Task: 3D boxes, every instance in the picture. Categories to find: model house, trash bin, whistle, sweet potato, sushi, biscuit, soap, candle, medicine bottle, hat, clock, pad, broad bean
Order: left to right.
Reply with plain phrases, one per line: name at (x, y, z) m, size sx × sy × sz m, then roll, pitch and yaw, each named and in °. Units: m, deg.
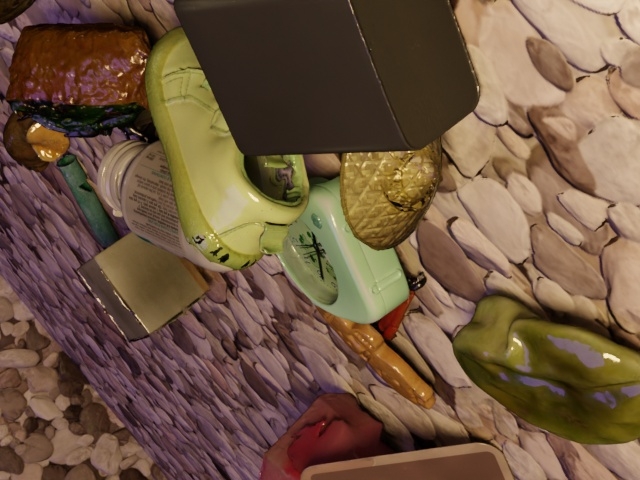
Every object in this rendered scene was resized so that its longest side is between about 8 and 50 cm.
sweet potato at (-0.482, -0.160, 1.768) m, size 0.112 × 0.085 × 0.286 m, roll 49°, pitch 157°, yaw -6°
whistle at (-0.399, -0.064, 1.819) m, size 0.039 × 0.039 × 0.186 m, roll 24°, pitch 144°, yaw 46°
sushi at (-0.259, -0.191, 1.268) m, size 0.287 × 0.149 × 0.140 m, roll 7°, pitch 104°, yaw 29°
model house at (-0.224, -0.130, 1.390) m, size 0.058 × 0.057 × 0.083 m, roll -94°, pitch -19°, yaw -56°
medicine bottle at (-0.170, -0.053, 1.280) m, size 0.215 × 0.135 × 0.135 m, roll 21°, pitch 143°, yaw 36°
clock at (0.000, 0.000, 1.153) m, size 0.211 × 0.066 × 0.159 m, roll 14°, pitch 132°, yaw 58°
trash bin at (0.006, -0.159, 0.876) m, size 0.225 × 0.115 × 0.165 m, roll 9°, pitch 129°, yaw 52°
soap at (0.018, 0.375, 1.487) m, size 0.127 × 0.220 × 0.324 m, roll 27°, pitch 147°, yaw 37°
biscuit at (0.061, 0.133, 1.270) m, size 0.184 × 0.027 × 0.133 m, roll 47°, pitch 167°, yaw -8°
candle at (0.087, 0.073, 1.172) m, size 0.026 × 0.021 × 0.167 m, roll 44°, pitch 156°, yaw 13°
hat at (0.085, -0.060, 0.947) m, size 0.146 × 0.067 × 0.146 m, roll -17°, pitch 69°, yaw 54°
pad at (0.119, 0.326, 1.303) m, size 0.266 × 0.002 × 0.176 m, roll -13°, pitch 120°, yaw 23°
broad bean at (0.213, 0.122, 0.956) m, size 0.207 × 0.072 × 0.153 m, roll 23°, pitch 150°, yaw 46°

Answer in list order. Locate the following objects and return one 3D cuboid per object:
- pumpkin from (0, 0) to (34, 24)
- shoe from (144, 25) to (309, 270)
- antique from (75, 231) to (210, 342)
pumpkin at (-0.440, -0.374, 1.320) m, size 0.219 × 0.162 × 0.219 m, roll 42°, pitch -179°, yaw -1°
shoe at (-0.082, -0.099, 1.061) m, size 0.140 × 0.128 × 0.262 m, roll 27°, pitch -129°, yaw -60°
antique at (-0.266, 0.059, 1.621) m, size 0.152 × 0.148 × 0.147 m, roll 55°, pitch 155°, yaw -7°
